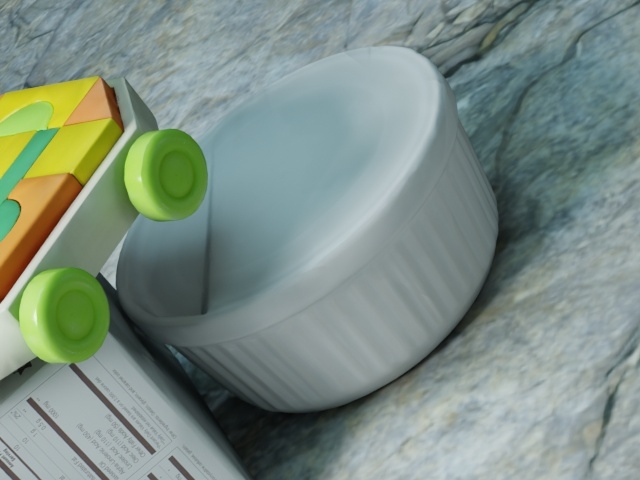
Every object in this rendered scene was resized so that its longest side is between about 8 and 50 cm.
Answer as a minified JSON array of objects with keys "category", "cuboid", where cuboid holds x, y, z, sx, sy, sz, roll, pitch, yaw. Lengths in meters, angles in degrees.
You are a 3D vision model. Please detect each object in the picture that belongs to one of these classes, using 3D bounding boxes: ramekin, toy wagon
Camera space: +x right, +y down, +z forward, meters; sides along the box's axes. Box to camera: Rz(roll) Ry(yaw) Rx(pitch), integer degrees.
[{"category":"ramekin","cuboid":[0.000,0.000,1.371,0.273,0.127,0.273,-28,31,18]},{"category":"toy wagon","cuboid":[-0.229,0.033,1.222,0.267,0.068,0.344,-5,41,43]}]

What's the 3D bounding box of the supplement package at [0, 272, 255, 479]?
[{"category":"supplement package","cuboid":[-0.174,0.114,1.327,0.145,0.204,0.262,-40,29,-2]}]
